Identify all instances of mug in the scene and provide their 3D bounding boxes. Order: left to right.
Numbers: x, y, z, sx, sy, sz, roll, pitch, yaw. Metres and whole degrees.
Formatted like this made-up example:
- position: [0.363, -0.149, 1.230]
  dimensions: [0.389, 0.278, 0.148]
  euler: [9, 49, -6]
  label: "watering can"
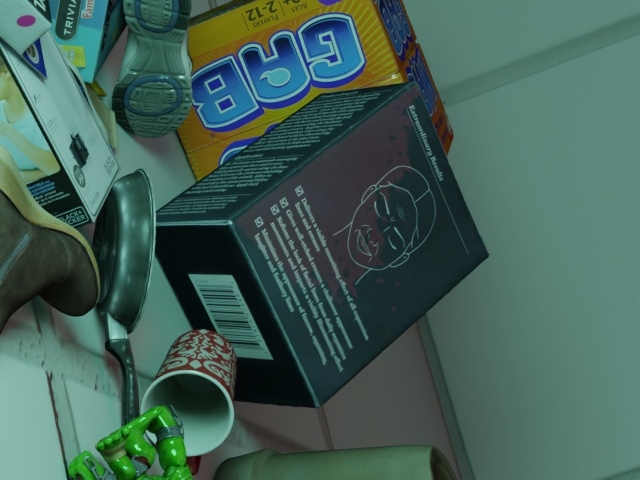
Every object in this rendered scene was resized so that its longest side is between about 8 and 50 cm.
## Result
- position: [-0.166, 0.196, 2.054]
  dimensions: [0.113, 0.150, 0.169]
  euler: [30, 17, -7]
  label: "mug"

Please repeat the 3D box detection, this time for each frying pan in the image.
- position: [-0.241, 0.075, 1.947]
  dimensions: [0.197, 0.053, 0.326]
  euler: [-148, -114, -68]
  label: "frying pan"

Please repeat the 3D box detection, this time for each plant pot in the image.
- position: [0.048, 0.398, 2.171]
  dimensions: [0.323, 0.280, 0.323]
  euler: [-21, 90, -77]
  label: "plant pot"

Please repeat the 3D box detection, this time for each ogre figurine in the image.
- position: [-0.193, 0.258, 1.811]
  dimensions: [0.118, 0.097, 0.197]
  euler: [60, 6, 0]
  label: "ogre figurine"

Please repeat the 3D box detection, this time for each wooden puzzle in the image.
- position: [-0.296, -0.165, 2.200]
  dimensions: [0.078, 0.014, 0.116]
  euler: [50, 23, -44]
  label: "wooden puzzle"

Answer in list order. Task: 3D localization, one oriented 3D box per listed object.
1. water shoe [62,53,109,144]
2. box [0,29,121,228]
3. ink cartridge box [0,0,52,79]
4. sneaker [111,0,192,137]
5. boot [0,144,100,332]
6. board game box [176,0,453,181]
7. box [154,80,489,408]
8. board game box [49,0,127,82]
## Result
- position: [-0.311, -0.152, 1.988]
  dimensions: [0.203, 0.073, 0.080]
  euler: [56, 21, -44]
  label: "water shoe"
- position: [-0.339, -0.160, 1.853]
  dimensions: [0.169, 0.087, 0.290]
  euler: [-81, 149, -64]
  label: "box"
- position: [-0.359, -0.327, 1.688]
  dimensions: [0.371, 0.069, 0.176]
  euler: [52, 21, -61]
  label: "ink cartridge box"
- position: [-0.216, -0.270, 2.238]
  dimensions: [0.129, 0.111, 0.297]
  euler: [-87, -171, -50]
  label: "sneaker"
- position: [-0.321, 0.046, 1.694]
  dimensions: [0.207, 0.090, 0.248]
  euler: [-78, 149, -45]
  label: "boot"
- position: [-0.021, -0.235, 2.651]
  dimensions: [0.356, 0.356, 0.356]
  euler: [-62, 131, -73]
  label: "board game box"
- position: [0.000, 0.000, 2.298]
  dimensions: [0.395, 0.212, 0.293]
  euler: [-38, 113, -34]
  label: "box"
- position: [-0.280, -0.384, 2.156]
  dimensions: [0.336, 0.079, 0.254]
  euler: [-79, -177, -65]
  label: "board game box"
